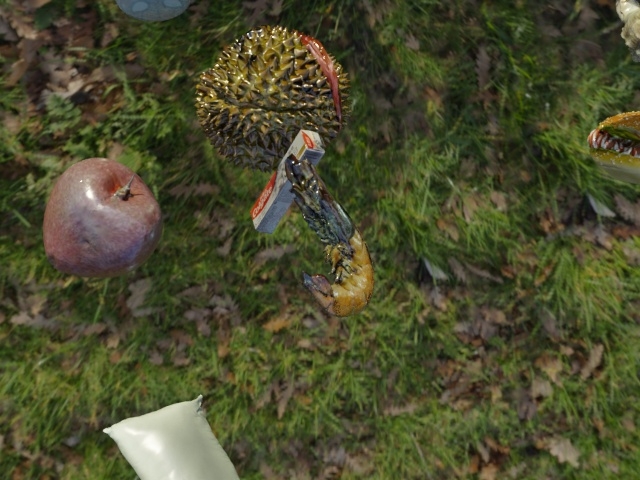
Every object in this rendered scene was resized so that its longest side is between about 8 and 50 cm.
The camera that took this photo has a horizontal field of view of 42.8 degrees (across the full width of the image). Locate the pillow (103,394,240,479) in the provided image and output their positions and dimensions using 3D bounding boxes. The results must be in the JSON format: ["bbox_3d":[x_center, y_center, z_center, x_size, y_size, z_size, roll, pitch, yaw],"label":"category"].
[{"bbox_3d":[-0.162,0.326,1.038,0.078,0.144,0.254,-48,64,39],"label":"pillow"}]

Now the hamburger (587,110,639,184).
[{"bbox_3d":[0.583,-0.169,1.444,0.173,0.210,0.116,-24,111,-16],"label":"hamburger"}]

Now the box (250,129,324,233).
[{"bbox_3d":[-0.063,-0.104,1.489,0.039,0.055,0.218,9,135,-31],"label":"box"}]

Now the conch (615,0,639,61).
[{"bbox_3d":[0.490,-0.339,1.135,0.155,0.130,0.207,41,137,17],"label":"conch"}]

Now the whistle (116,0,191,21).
[{"bbox_3d":[-0.231,-0.362,1.097,0.107,0.220,0.057,-7,75,-4],"label":"whistle"}]

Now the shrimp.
[{"bbox_3d":[0.000,0.000,1.346,0.054,0.222,0.290,-21,105,30],"label":"shrimp"}]

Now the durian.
[{"bbox_3d":[-0.105,-0.317,1.848,0.384,0.347,0.347,4,115,-33],"label":"durian"}]

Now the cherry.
[{"bbox_3d":[-0.481,-0.037,1.792,0.307,0.221,0.261,-43,81,21],"label":"cherry"}]
